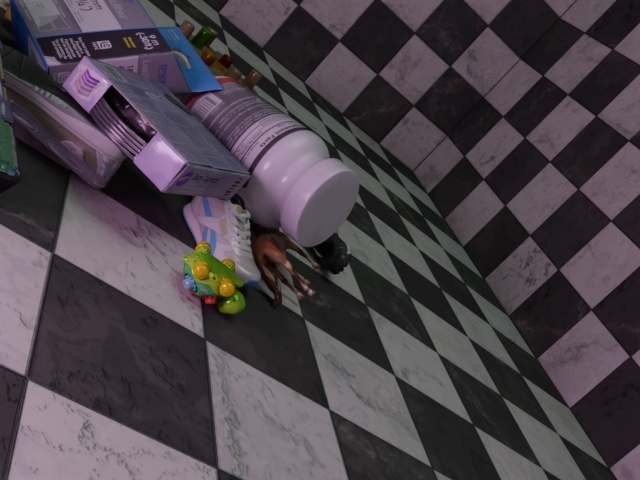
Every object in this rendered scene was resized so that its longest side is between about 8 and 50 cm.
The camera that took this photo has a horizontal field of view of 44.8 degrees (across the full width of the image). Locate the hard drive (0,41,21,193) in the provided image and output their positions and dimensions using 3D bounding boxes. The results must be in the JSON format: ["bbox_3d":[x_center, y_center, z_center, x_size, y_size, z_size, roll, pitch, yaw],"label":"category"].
[{"bbox_3d":[-0.510,-0.198,0.893,0.339,0.064,0.237,19,51,-60],"label":"hard drive"}]

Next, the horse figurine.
[{"bbox_3d":[-0.083,0.034,1.496,0.174,0.066,0.263,43,15,-8],"label":"horse figurine"}]

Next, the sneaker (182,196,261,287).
[{"bbox_3d":[-0.164,-0.012,1.370,0.087,0.092,0.229,23,26,-54],"label":"sneaker"}]

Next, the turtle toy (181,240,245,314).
[{"bbox_3d":[-0.166,0.066,1.210,0.130,0.066,0.095,38,16,-20],"label":"turtle toy"}]

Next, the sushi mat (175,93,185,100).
[{"bbox_3d":[-0.366,-0.343,1.862,0.151,0.019,0.316,34,18,-28],"label":"sushi mat"}]

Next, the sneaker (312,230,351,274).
[{"bbox_3d":[0.000,0.000,1.778,0.106,0.078,0.234,33,15,-24],"label":"sneaker"}]

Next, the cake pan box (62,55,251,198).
[{"bbox_3d":[-0.256,-0.175,1.258,0.246,0.070,0.267,44,12,10],"label":"cake pan box"}]

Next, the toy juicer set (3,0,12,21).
[{"bbox_3d":[-0.507,-0.427,1.634,0.329,0.089,0.209,20,14,-37],"label":"toy juicer set"}]

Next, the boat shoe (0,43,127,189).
[{"bbox_3d":[-0.443,-0.202,1.188,0.320,0.103,0.118,34,16,-20],"label":"boat shoe"}]

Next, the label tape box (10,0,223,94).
[{"bbox_3d":[-0.374,-0.369,1.448,0.333,0.106,0.241,-14,51,-29],"label":"label tape box"}]

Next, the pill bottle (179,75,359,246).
[{"bbox_3d":[-0.114,-0.153,1.521,0.363,0.210,0.210,37,12,26],"label":"pill bottle"}]

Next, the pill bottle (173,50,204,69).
[{"bbox_3d":[-0.339,-0.418,1.911,0.094,0.094,0.169,43,15,-2],"label":"pill bottle"}]

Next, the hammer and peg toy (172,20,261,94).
[{"bbox_3d":[-0.289,-0.502,2.256,0.266,0.127,0.361,44,16,3],"label":"hammer and peg toy"}]
